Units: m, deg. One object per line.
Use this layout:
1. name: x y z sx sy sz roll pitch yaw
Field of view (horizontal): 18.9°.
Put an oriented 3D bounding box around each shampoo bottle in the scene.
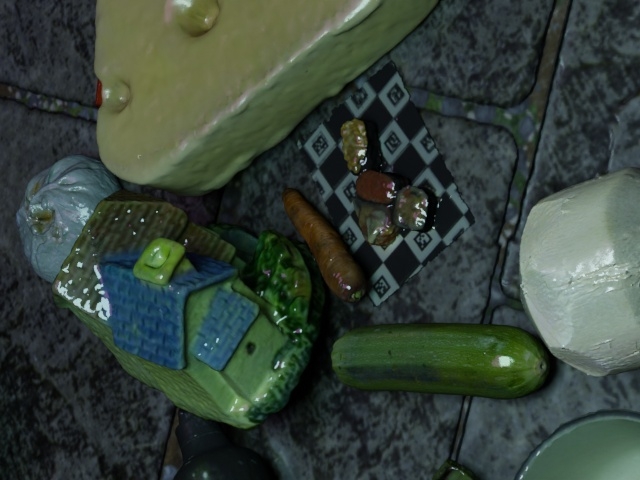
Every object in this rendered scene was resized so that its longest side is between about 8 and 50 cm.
1. shampoo bottle: -0.078 0.270 1.786 0.101 0.101 0.283 -41 58 30

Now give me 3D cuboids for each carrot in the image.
1. carrot: 0.001 0.000 1.802 0.035 0.036 0.165 -53 44 22

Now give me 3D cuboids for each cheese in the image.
1. cheese: -0.098 -0.269 1.851 0.384 0.104 0.383 -4 82 32

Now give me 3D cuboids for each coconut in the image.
1. coconut: 0.228 0.026 1.516 0.162 0.161 0.161 -20 70 30

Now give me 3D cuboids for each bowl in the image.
1. bowl: 0.251 0.238 1.492 0.211 0.112 0.211 -7 79 40

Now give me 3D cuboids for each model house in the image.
1. model house: -0.123 0.041 1.768 0.214 0.189 0.195 22 77 45

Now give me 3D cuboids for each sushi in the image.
1. sushi: 0.047 -0.058 1.775 0.139 0.031 0.201 -43 58 29

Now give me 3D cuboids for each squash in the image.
1. squash: 0.102 0.104 1.680 0.229 0.066 0.066 -3 81 43

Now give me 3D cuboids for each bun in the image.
1. bun: -0.269 -0.024 2.016 0.141 0.083 0.140 -8 79 44

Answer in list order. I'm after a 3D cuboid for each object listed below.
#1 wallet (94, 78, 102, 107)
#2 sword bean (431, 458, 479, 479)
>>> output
1. wallet: -0.173 -0.234 1.989 0.142 0.045 0.204 5 87 41
2. sword bean: 0.064 0.309 1.699 0.269 0.038 0.043 -63 25 15
